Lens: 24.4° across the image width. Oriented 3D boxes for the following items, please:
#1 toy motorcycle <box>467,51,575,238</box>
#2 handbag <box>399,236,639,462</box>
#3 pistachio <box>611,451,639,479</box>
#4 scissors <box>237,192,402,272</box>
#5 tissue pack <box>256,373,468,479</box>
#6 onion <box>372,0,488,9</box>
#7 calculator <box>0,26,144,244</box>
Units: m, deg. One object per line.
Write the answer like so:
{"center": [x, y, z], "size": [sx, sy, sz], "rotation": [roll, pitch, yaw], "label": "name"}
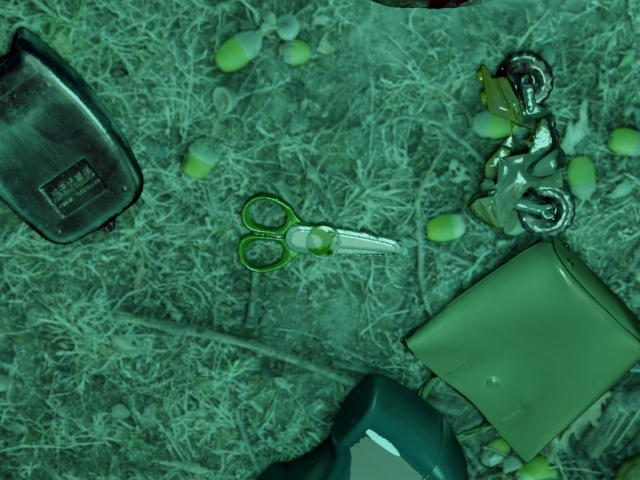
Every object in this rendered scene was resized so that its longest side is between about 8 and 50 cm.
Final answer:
{"center": [0.231, -0.109, 1.785], "size": [0.130, 0.094, 0.229], "rotation": [-10, 98, 7], "label": "toy motorcycle"}
{"center": [0.241, 0.159, 1.865], "size": [0.315, 0.109, 0.241], "rotation": [-42, 103, 15], "label": "handbag"}
{"center": [0.465, 0.333, 1.921], "size": [0.185, 0.108, 0.126], "rotation": [10, 131, -11], "label": "pistachio"}
{"center": [0.000, 0.000, 1.849], "size": [0.204, 0.027, 0.101], "rotation": [7, 109, -1], "label": "scissors"}
{"center": [0.052, 0.331, 1.863], "size": [0.206, 0.198, 0.287], "rotation": [42, 106, -8], "label": "tissue pack"}
{"center": [0.112, -0.432, 1.512], "size": [0.398, 0.420, 0.398], "rotation": [0, 97, -3], "label": "onion"}
{"center": [-0.335, -0.115, 1.808], "size": [0.177, 0.040, 0.268], "rotation": [-34, 109, 12], "label": "calculator"}
